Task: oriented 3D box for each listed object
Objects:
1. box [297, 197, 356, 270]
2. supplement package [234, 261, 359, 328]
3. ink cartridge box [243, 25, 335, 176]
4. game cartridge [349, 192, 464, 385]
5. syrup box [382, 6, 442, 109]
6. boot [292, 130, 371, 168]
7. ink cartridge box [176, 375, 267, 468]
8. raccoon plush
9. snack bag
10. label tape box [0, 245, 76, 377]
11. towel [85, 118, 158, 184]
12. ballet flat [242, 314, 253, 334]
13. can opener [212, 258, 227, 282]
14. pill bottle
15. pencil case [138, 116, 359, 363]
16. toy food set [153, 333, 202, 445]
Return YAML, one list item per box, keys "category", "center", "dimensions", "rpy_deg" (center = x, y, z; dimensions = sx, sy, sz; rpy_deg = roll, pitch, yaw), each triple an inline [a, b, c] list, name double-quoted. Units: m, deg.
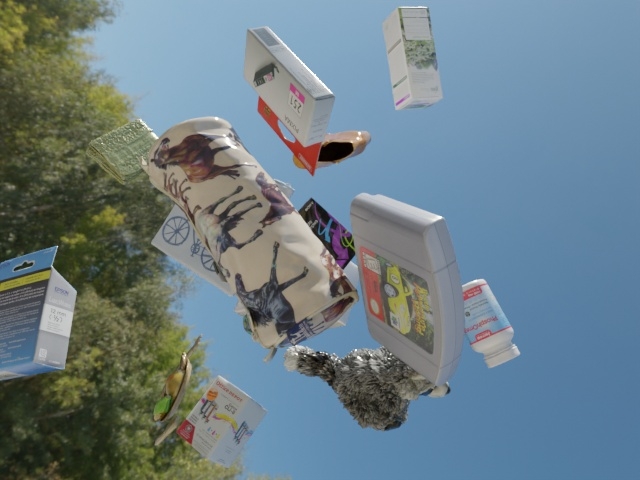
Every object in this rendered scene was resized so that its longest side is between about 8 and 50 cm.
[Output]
- category: "box"
  center: [0.000, 0.000, 1.038]
  dimensions: [0.162, 0.116, 0.029]
  rpy_deg: [41, -14, -8]
- category: "supplement package"
  center: [-0.065, 0.136, 1.271]
  dimensions: [0.293, 0.177, 0.175]
  rpy_deg: [-23, -141, 47]
- category: "ink cartridge box"
  center: [-0.089, -0.310, 1.085]
  dimensions: [0.275, 0.060, 0.239]
  rpy_deg: [52, -33, 24]
- category: "game cartridge"
  center: [0.137, 0.082, 0.742]
  dimensions: [0.196, 0.060, 0.294]
  rpy_deg: [25, -46, 49]
- category: "syrup box"
  center: [0.236, -0.465, 1.214]
  dimensions: [0.096, 0.093, 0.237]
  rpy_deg: [173, -92, -72]
- category: "boot"
  center: [0.000, -0.269, 1.432]
  dimensions: [0.295, 0.211, 0.104]
  rpy_deg: [-12, -77, 28]
- category: "ink cartridge box"
  center: [-0.255, 0.476, 1.243]
  dimensions: [0.128, 0.176, 0.127]
  rpy_deg: [22, -25, 32]
- category: "raccoon plush"
  center: [0.119, 0.342, 1.269]
  dimensions: [0.216, 0.446, 0.299]
  rpy_deg: [-79, -179, -47]
- category: "snack bag"
  center: [-0.277, -0.065, 1.303]
  dimensions: [0.323, 0.037, 0.342]
  rpy_deg: [28, -94, 23]
- category: "label tape box"
  center: [-0.856, 0.215, 1.381]
  dimensions: [0.249, 0.115, 0.347]
  rpy_deg: [-14, -120, 17]
- category: "towel"
  center: [-0.397, -0.188, 0.982]
  dimensions: [0.110, 0.148, 0.027]
  rpy_deg: [45, -40, -6]
- category: "ballet flat"
  center: [-0.051, 0.114, 0.850]
  dimensions: [0.070, 0.188, 0.070]
  rpy_deg: [42, -24, 23]
- category: "can opener"
  center: [-0.247, -0.033, 1.124]
  dimensions: [0.283, 0.076, 0.095]
  rpy_deg: [66, -22, 12]
- category: "pill bottle"
  center: [0.323, 0.164, 0.930]
  dimensions: [0.087, 0.087, 0.160]
  rpy_deg: [-45, -118, 45]
- category: "pencil case"
  center: [-0.124, -0.012, 0.777]
  dimensions: [0.410, 0.183, 0.160]
  rpy_deg: [53, -21, 11]
- category: "toy food set"
  center: [-0.286, 0.281, 0.903]
  dimensions: [0.132, 0.038, 0.192]
  rpy_deg: [-49, -156, 37]
